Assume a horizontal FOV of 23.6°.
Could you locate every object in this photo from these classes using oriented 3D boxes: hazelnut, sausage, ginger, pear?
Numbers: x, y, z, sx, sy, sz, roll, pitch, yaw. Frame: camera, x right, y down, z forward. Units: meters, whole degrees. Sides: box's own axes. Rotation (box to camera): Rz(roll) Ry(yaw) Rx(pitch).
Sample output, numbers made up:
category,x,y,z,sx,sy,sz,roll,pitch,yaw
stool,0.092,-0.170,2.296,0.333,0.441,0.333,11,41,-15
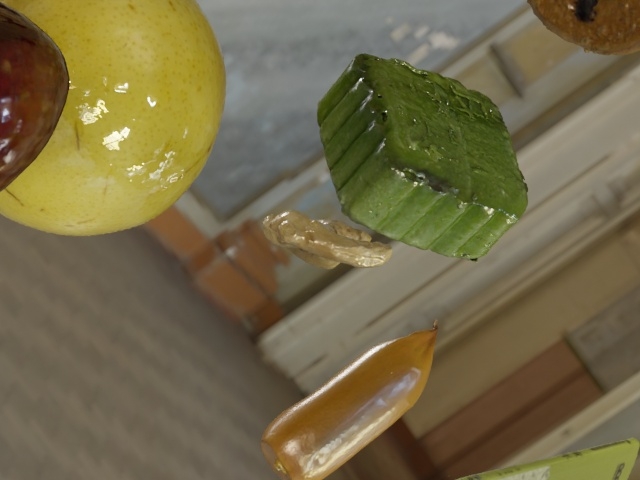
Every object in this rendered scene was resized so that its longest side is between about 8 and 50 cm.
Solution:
category,x,y,z,sx,sy,sz,roll,pitch,yaw
hazelnut,-0.328,-0.106,1.309,0.218,0.234,0.218,12,75,-56
sausage,0.061,0.226,2.194,0.112,0.328,0.112,48,-16,19
ginger,-0.013,-0.005,2.015,0.149,0.065,0.259,20,-3,-18
pear,-0.285,-0.172,1.829,0.348,0.348,0.348,54,6,-8

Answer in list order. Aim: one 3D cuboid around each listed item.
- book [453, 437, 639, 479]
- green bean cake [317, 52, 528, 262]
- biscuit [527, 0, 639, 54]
category,x,y,z,sx,sy,sz,roll,pitch,yaw
book,0.181,0.319,1.556,0.352,0.239,0.035,-2,32,-46
green bean cake,0.107,-0.091,1.664,0.200,0.113,0.214,16,41,-26
biscuit,0.369,-0.369,1.907,0.075,0.296,0.296,-4,52,-46
